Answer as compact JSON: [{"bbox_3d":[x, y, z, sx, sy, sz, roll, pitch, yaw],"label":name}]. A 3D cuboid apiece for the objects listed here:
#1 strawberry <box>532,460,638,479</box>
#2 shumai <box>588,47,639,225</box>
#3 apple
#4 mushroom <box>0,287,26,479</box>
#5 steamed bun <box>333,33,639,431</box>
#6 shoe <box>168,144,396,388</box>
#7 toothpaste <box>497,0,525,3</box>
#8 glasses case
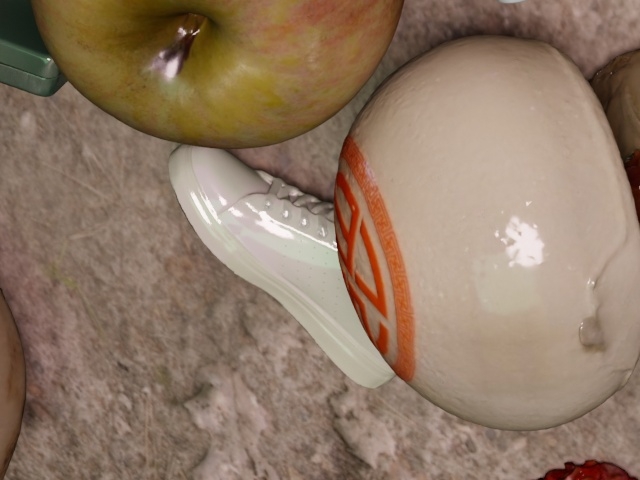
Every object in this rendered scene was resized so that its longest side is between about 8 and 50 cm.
[{"bbox_3d":[0.202,0.303,1.377,0.190,0.111,0.236,28,126,4],"label":"strawberry"},{"bbox_3d":[0.240,-0.040,1.100,0.201,0.120,0.201,7,103,33],"label":"shumai"},{"bbox_3d":[-0.064,-0.194,1.069,0.257,0.234,0.257,12,138,11],"label":"apple"},{"bbox_3d":[-0.428,0.131,1.432,0.362,0.294,0.362,1,92,18],"label":"mushroom"},{"bbox_3d":[0.101,0.001,1.106,0.177,0.283,0.283,-13,121,-8],"label":"steamed bun"},{"bbox_3d":[0.000,0.000,1.274,0.110,0.095,0.265,-34,111,28],"label":"shoe"},{"bbox_3d":[0.119,-0.265,1.087,0.056,0.036,0.205,-4,116,21],"label":"toothpaste"},{"bbox_3d":[-0.282,-0.173,1.267,0.184,0.078,0.039,20,126,7],"label":"glasses case"}]
